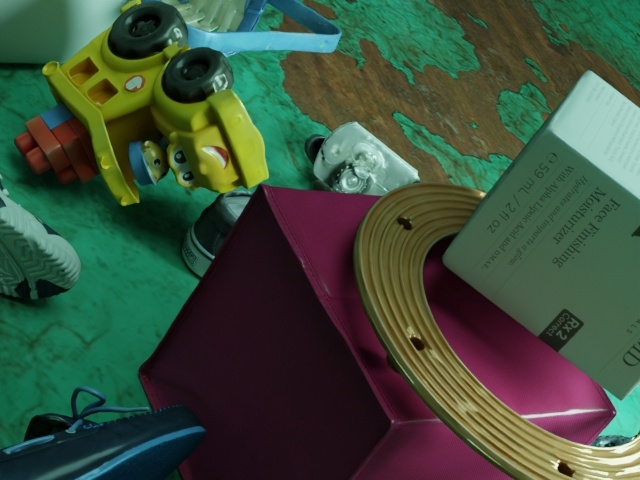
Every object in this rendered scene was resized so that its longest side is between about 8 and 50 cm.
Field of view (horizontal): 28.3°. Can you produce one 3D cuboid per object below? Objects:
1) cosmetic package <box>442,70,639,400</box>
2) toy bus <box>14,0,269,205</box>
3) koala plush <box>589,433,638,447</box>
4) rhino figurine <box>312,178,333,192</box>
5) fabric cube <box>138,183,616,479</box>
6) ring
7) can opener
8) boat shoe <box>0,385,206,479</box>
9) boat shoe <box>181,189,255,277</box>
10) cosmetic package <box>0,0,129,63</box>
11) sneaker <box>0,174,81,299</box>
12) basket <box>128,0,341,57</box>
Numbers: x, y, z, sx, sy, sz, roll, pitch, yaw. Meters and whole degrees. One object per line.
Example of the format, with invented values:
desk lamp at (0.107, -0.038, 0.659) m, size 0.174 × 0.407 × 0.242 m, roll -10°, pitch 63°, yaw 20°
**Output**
cosmetic package at (0.227, -0.007, 1.017) m, size 0.183 × 0.151 × 0.151 m, roll 38°, pitch 34°, yaw 4°
toy bus at (-0.188, -0.111, 1.272) m, size 0.211 × 0.149 × 0.220 m, roll -34°, pitch 50°, yaw -15°
koala plush at (0.309, 0.275, 1.278) m, size 0.196 × 0.203 × 0.221 m, roll 21°, pitch 13°, yaw -38°
rhino figurine at (0.095, -0.045, 1.546) m, size 0.243 × 0.073 × 0.106 m, roll 39°, pitch 35°, yaw 2°
fabric cube at (0.039, 0.130, 1.104) m, size 0.258 × 0.254 × 0.259 m, roll 3°, pitch 46°, yaw -39°
ring at (0.167, 0.083, 1.020) m, size 0.336 × 0.032 × 0.336 m, roll 25°, pitch 35°, yaw -19°
can opener at (0.102, -0.037, 1.460) m, size 0.283 × 0.076 × 0.095 m, roll 37°, pitch 1°, yaw -22°
boat shoe at (-0.197, 0.164, 0.978) m, size 0.089 × 0.109 × 0.258 m, roll 47°, pitch 32°, yaw 23°
boat shoe at (0.000, 0.000, 1.370) m, size 0.301 × 0.102 × 0.108 m, roll 11°, pitch 40°, yaw -34°
cosmetic package at (-0.354, -0.432, 1.315) m, size 0.327 × 0.394 × 0.329 m, roll -10°, pitch 53°, yaw -50°
sneaker at (-0.309, -0.053, 1.156) m, size 0.235 × 0.094 × 0.153 m, roll 23°, pitch 41°, yaw -4°
basket at (-0.146, -0.303, 1.527) m, size 0.254 × 0.201 × 0.289 m, roll -8°, pitch 43°, yaw -49°
